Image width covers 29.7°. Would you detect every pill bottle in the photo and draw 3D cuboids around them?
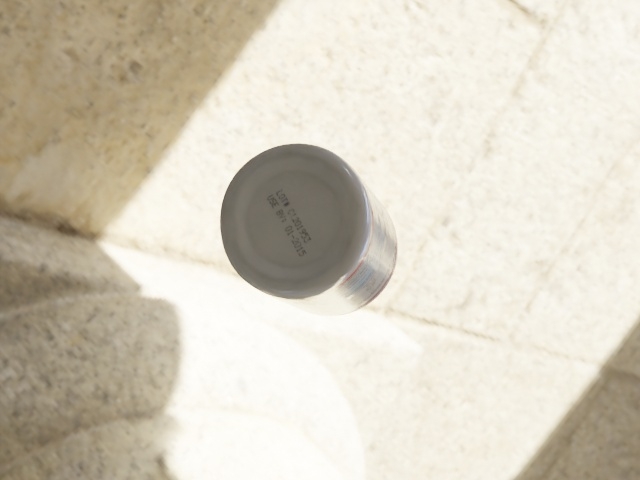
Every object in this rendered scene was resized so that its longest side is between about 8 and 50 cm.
[{"bbox_3d":[0.000,0.000,0.729,0.087,0.087,0.160,-52,166,0],"label":"pill bottle"}]
